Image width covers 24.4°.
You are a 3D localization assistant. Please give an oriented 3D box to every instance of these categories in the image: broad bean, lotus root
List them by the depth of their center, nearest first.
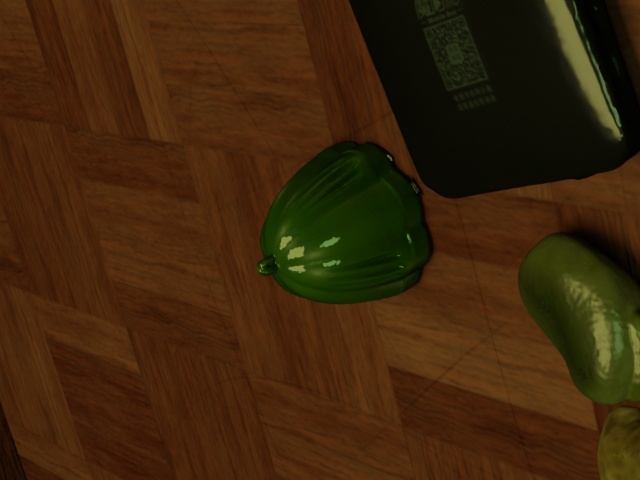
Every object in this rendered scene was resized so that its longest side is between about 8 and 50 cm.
[{"bbox_3d":[0.250,0.073,1.365,0.174,0.082,0.124,54,147,13],"label":"broad bean"},{"bbox_3d":[0.000,0.000,1.599,0.186,0.186,0.186,35,139,38],"label":"lotus root"}]

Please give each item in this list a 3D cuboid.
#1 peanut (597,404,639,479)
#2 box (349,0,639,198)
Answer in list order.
[{"bbox_3d":[0.359,0.247,1.283,0.305,0.147,0.147,44,144,32],"label":"peanut"},{"bbox_3d":[0.147,-0.183,1.339,0.290,0.073,0.289,-10,105,57],"label":"box"}]
